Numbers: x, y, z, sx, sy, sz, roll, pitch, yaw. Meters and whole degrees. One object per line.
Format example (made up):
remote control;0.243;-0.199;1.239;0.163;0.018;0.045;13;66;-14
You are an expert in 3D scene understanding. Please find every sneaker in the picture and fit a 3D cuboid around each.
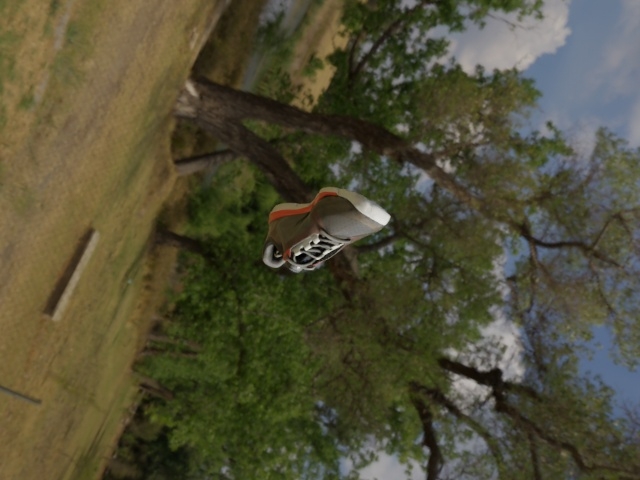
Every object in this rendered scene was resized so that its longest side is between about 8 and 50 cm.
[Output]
sneaker;0.000;0.000;0.584;0.158;0.061;0.065;-13;-129;58
